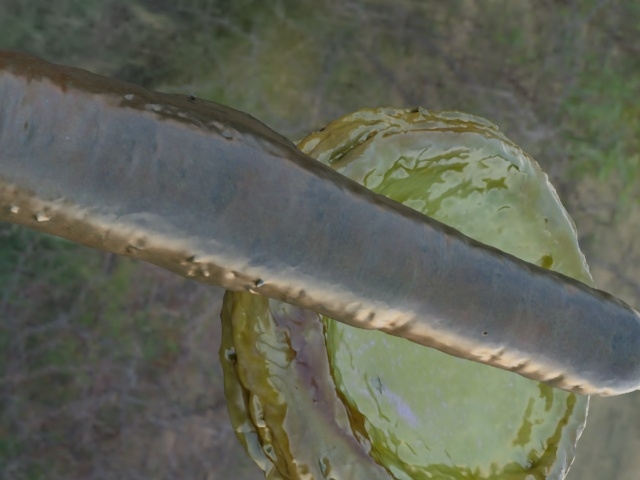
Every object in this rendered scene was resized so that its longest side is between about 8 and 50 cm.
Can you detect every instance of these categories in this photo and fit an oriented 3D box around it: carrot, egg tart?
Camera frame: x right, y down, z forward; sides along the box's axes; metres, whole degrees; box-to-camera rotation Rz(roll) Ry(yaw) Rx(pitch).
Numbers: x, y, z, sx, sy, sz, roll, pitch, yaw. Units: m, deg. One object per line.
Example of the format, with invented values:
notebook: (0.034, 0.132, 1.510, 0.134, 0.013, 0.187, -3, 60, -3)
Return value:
carrot: (0.000, 0.000, 0.608, 0.070, 0.342, 0.070, -49, -150, 42)
egg tart: (0.045, 0.055, 0.951, 0.294, 0.123, 0.294, 6, 80, -40)
